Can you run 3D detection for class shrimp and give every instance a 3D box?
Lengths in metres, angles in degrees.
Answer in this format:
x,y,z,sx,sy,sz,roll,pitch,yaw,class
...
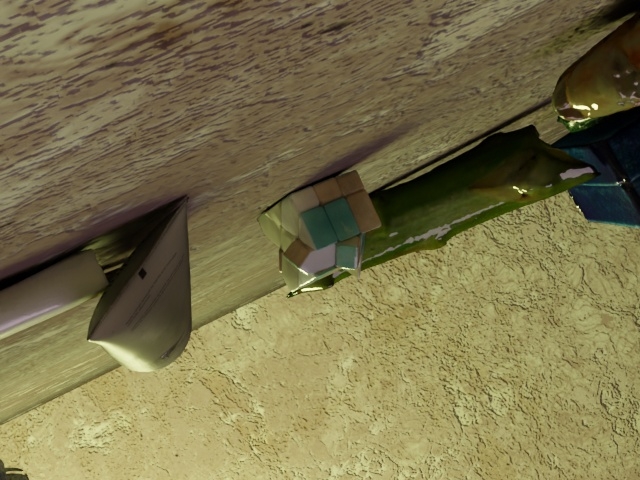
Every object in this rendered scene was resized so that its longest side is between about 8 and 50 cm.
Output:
x,y,z,sx,sy,sz,roll,pitch,yaw,class
0.261,-0.152,0.760,0.294,0.062,0.154,-25,-169,30,shrimp

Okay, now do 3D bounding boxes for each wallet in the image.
x,y,z,sx,sy,sz,roll,pitch,yaw,class
-0.168,0.040,0.649,0.122,0.025,0.061,-25,-176,-28,wallet

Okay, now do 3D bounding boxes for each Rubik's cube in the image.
x,y,z,sx,sy,sz,roll,pitch,yaw,class
0.002,-0.001,0.940,0.075,0.073,0.084,-25,175,-14,Rubik's cube

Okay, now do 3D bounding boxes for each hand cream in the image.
x,y,z,sx,sy,sz,roll,pitch,yaw,class
-0.099,0.035,0.733,0.087,0.054,0.186,-56,177,-15,hand cream

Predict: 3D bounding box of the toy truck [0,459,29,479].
x,y,z,sx,sy,sz,roll,pitch,yaw,class
-0.282,0.208,0.856,0.157,0.124,0.272,-22,155,0,toy truck

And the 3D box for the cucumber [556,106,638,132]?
x,y,z,sx,sy,sz,roll,pitch,yaw,class
0.320,-0.159,1.271,0.044,0.043,0.257,-26,179,-40,cucumber

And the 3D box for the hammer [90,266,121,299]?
x,y,z,sx,sy,sz,roll,pitch,yaw,class
-0.143,0.030,0.791,0.062,0.017,0.182,-29,178,41,hammer

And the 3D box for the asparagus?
x,y,z,sx,sy,sz,roll,pitch,yaw,class
0.106,-0.030,1.313,0.343,0.085,0.082,-21,-169,18,asparagus

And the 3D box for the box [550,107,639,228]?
x,y,z,sx,sy,sz,roll,pitch,yaw,class
0.395,-0.125,1.391,0.261,0.116,0.279,-32,-178,0,box
